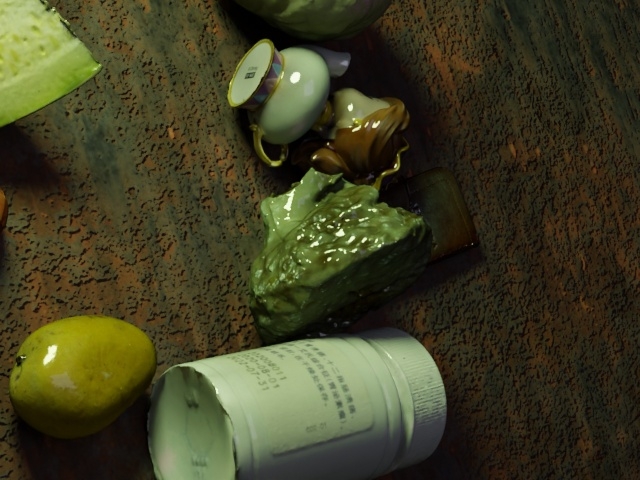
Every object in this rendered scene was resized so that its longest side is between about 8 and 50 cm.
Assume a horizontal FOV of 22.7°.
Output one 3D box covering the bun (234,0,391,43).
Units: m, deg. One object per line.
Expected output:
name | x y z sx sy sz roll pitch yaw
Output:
bun | -0.030 -0.355 2.120 0.273 0.273 0.168 10 103 -34

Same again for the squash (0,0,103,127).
squash | -0.413 -0.205 1.825 0.237 0.204 0.155 48 29 -14

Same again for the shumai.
shumai | 0.001 0.002 2.027 0.189 0.256 0.218 46 15 -55

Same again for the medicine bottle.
medicine bottle | -0.024 0.216 1.938 0.332 0.190 0.190 -8 79 -38

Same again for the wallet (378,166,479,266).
wallet | 0.112 -0.017 2.226 0.255 0.031 0.137 -23 88 -40

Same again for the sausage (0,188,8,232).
sausage | -0.421 -0.031 1.799 0.179 0.089 0.089 -16 84 -49

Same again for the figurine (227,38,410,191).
figurine | 0.009 -0.160 2.135 0.263 0.142 0.189 30 84 -26

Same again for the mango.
mango | -0.270 0.155 1.840 0.195 0.098 0.137 -10 78 -46
